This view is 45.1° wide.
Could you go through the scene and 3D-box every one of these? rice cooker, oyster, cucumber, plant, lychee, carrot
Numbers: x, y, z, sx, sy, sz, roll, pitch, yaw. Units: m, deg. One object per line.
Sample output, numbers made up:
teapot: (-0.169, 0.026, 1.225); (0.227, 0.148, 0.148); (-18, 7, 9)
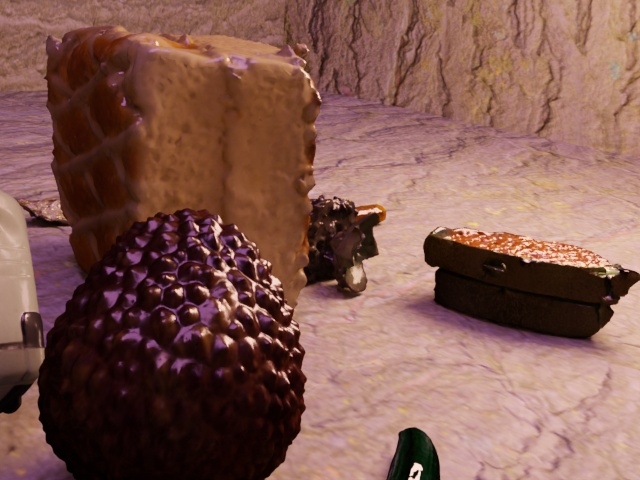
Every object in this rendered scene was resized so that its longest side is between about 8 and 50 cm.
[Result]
rice cooker: (-0.383, 0.067, 0.729); (0.225, 0.244, 0.226); (-9, -2, 0)
oyster: (-0.467, -0.054, 1.407); (0.145, 0.045, 0.121); (4, 4, -3)
cucumber: (0.072, 0.229, 0.634); (0.056, 0.056, 0.284); (6, 19, 7)
plant: (0.000, 0.000, 1.197); (0.203, 0.143, 0.131); (6, 7, 36)
lychee: (-0.127, 0.106, 0.670); (0.235, 0.272, 0.236); (-1, -23, 0)
carrot: (0.049, -0.041, 1.472); (0.170, 0.042, 0.042); (-10, 23, -30)

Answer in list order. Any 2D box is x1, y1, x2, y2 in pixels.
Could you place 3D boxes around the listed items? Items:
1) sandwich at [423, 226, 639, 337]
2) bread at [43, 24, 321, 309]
sandwich: (0.293, 0.053, 1.142); (0.291, 0.109, 0.212); (8, 12, 4)
bread: (-0.202, -0.110, 1.096); (0.279, 0.372, 0.390); (-9, 23, -32)
